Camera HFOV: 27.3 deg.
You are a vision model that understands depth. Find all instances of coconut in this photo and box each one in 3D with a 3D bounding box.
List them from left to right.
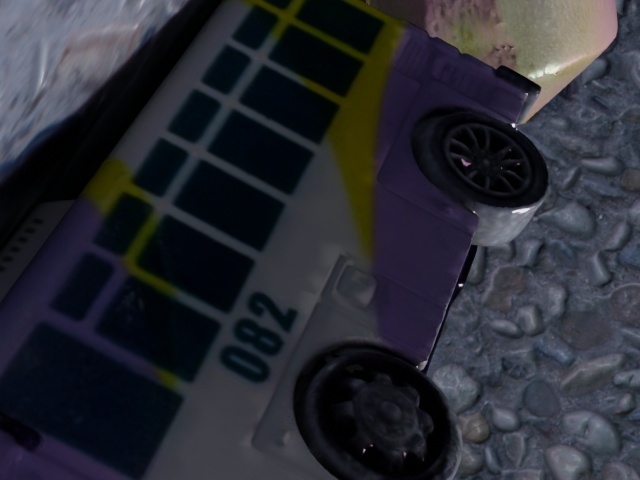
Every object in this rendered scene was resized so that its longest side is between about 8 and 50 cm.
[{"bbox_3d":[0.152,-0.224,1.192,0.233,0.233,0.245,-53,138,-66],"label":"coconut"}]

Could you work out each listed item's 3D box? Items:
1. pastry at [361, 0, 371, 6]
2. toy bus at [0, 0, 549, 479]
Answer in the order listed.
[{"bbox_3d":[0.088,-0.272,1.454,0.153,0.081,0.153,-51,171,-11],"label":"pastry"},{"bbox_3d":[-0.052,0.053,0.733,0.209,0.249,0.440,-60,-177,46],"label":"toy bus"}]
